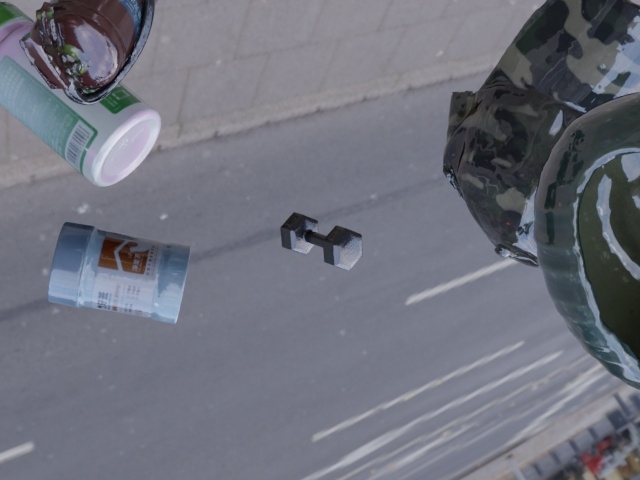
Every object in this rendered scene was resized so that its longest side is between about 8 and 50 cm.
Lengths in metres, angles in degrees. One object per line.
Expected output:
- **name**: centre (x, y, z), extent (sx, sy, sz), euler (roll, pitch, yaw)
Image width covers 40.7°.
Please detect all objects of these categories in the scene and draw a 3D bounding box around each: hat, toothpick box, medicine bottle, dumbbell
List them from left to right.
- **medicine bottle**: centre (-0.358, -0.204, 1.175), extent (0.133, 0.274, 0.133), euler (-49, 172, -9)
- **toothpick box**: centre (-0.241, 0.039, 1.044), extent (0.153, 0.101, 0.101), euler (11, 146, -10)
- **dumbbell**: centre (0.000, 0.000, 0.786), extent (0.040, 0.083, 0.036), euler (19, 90, -45)
- **hat**: centre (0.354, -0.134, 1.193), extent (0.382, 0.366, 0.257), euler (107, 8, -69)

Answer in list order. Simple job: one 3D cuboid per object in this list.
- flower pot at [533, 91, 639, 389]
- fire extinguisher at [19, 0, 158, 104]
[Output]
- **flower pot**: centre (0.265, 0.005, 0.659), extent (0.189, 0.243, 0.157), euler (-21, -171, 23)
- **fire extinguisher**: centre (-0.231, -0.270, 0.928), extent (0.105, 0.341, 0.141), euler (-3, 134, 16)
